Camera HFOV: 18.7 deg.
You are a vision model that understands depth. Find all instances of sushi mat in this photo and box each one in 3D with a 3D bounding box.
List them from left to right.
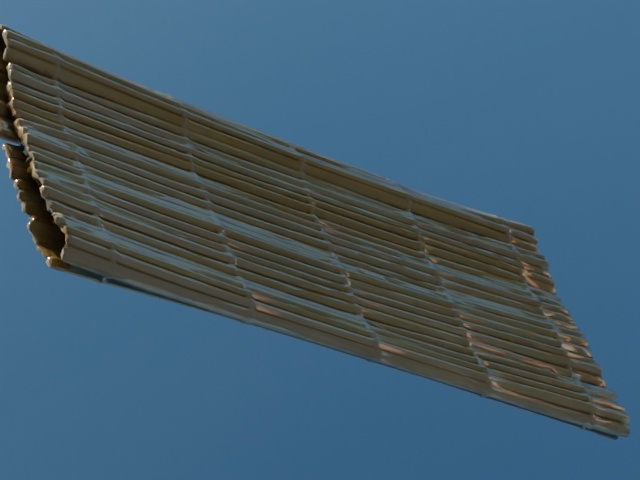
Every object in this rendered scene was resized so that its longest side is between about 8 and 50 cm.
[{"bbox_3d":[0.000,0.000,0.842,0.317,0.019,0.151,19,-147,-36],"label":"sushi mat"}]
